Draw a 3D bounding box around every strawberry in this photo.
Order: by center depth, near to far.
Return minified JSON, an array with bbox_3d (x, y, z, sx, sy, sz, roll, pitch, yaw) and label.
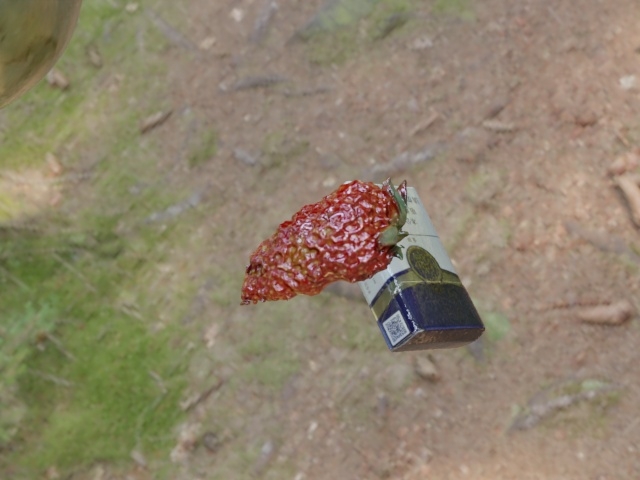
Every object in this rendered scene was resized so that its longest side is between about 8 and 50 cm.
[{"bbox_3d":[-0.002,-0.004,1.484,0.228,0.098,0.174,-20,17,23],"label":"strawberry"}]

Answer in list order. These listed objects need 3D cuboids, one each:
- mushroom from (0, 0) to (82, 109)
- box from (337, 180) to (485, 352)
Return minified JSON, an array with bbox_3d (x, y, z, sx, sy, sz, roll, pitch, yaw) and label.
[{"bbox_3d":[-0.373,-0.278,1.071,0.260,0.352,0.352,-17,40,33],"label":"mushroom"},{"bbox_3d":[0.121,0.038,1.722,0.071,0.168,0.259,-44,61,33],"label":"box"}]
